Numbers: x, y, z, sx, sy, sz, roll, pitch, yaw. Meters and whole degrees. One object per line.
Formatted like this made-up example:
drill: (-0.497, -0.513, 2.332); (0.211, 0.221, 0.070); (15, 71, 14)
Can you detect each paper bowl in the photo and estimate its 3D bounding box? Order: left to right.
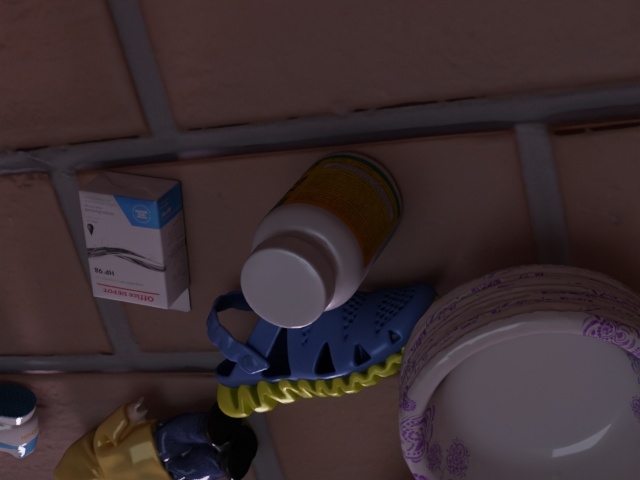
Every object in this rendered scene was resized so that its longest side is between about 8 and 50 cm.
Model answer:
paper bowl: (0.220, 0.150, 1.094); (0.284, 0.148, 0.284); (1, 122, 2)

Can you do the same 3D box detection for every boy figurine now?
boy figurine: (-0.223, 0.287, 1.414); (0.285, 0.092, 0.177); (-18, 109, 30)

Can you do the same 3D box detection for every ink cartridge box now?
ink cartridge box: (-0.217, 0.016, 1.282); (0.104, 0.060, 0.180); (8, 119, 18)

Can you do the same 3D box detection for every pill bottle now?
pill bottle: (0.000, 0.000, 1.093); (0.118, 0.208, 0.117); (10, 120, 18)

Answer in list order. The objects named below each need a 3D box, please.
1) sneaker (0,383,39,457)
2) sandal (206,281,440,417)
sneaker: (-0.499, 0.241, 1.508); (0.229, 0.087, 0.092); (13, 123, 18)
sandal: (-0.013, 0.101, 1.211); (0.317, 0.126, 0.138); (-20, 104, 29)
